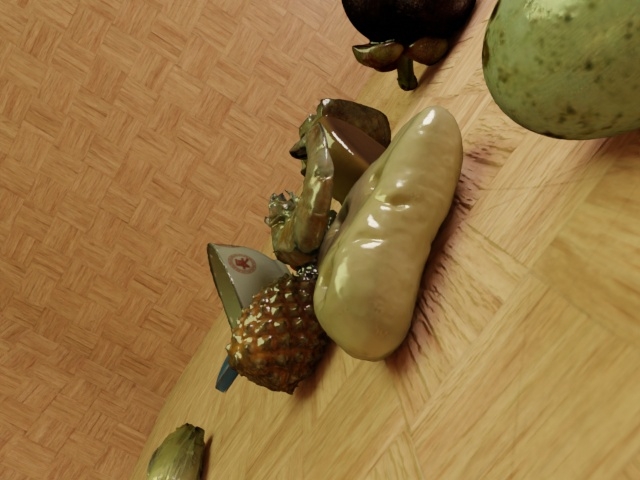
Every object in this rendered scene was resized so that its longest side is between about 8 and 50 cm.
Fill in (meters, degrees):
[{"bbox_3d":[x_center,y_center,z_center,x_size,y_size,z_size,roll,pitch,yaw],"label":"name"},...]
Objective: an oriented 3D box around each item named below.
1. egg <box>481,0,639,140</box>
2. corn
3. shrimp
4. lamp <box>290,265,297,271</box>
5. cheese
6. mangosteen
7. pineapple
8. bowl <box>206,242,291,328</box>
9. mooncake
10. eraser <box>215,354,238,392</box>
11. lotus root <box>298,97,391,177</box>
[{"bbox_3d":[0.236,-0.171,0.385,0.169,0.169,0.231,-61,20,-15],"label":"egg"},{"bbox_3d":[-0.358,0.560,1.215,0.123,0.122,0.305,-58,8,-3],"label":"corn"},{"bbox_3d":[-0.039,-0.081,0.859,0.360,0.085,0.247,-151,71,-74],"label":"shrimp"},{"bbox_3d":[-0.055,0.036,1.378,0.107,0.092,0.108,2,-90,-82],"label":"lamp"},{"bbox_3d":[0.107,-0.031,0.681,0.328,0.129,0.351,-58,8,14],"label":"cheese"},{"bbox_3d":[0.224,-0.646,1.320,0.382,0.382,0.435,-81,8,-65],"label":"mangosteen"},{"bbox_3d":[-0.033,0.097,0.901,0.361,0.175,0.175,-64,12,-25],"label":"pineapple"},{"bbox_3d":[-0.143,0.140,1.165,0.157,0.337,0.337,-20,-2,-18],"label":"bowl"},{"bbox_3d":[0.063,-0.150,0.988,0.117,0.234,0.235,-52,12,28],"label":"mooncake"},{"bbox_3d":[-0.233,0.324,1.525,0.312,0.042,0.144,-55,11,19],"label":"eraser"},{"bbox_3d":[0.073,-0.217,1.193,0.210,0.314,0.142,-31,67,38],"label":"lotus root"}]
